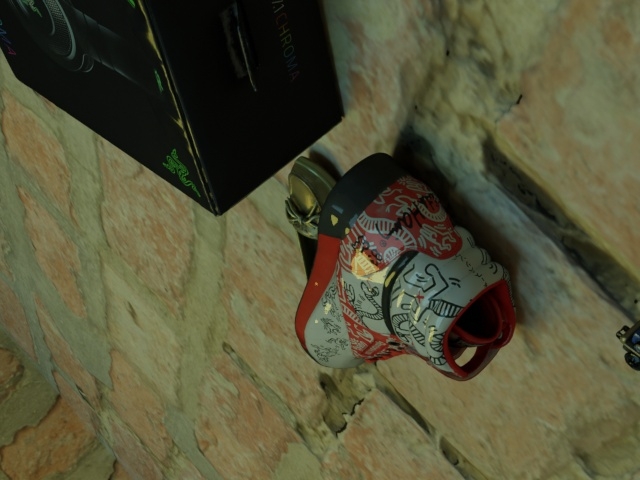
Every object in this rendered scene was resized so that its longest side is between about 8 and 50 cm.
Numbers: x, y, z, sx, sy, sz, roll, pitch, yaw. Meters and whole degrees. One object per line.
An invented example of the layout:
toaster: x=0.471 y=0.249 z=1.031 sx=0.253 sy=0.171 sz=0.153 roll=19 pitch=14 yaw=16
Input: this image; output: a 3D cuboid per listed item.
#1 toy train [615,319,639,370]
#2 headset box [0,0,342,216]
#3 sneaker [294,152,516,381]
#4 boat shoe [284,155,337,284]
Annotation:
toy train: x=0.239 y=0.095 z=0.683 sx=0.158 sy=0.027 sz=0.036 roll=38 pitch=150 yaw=28
headset box: x=-0.127 y=-0.184 z=0.816 sx=0.283 sy=0.131 sz=0.246 roll=33 pitch=152 yaw=35
sneaker: x=0.062 y=0.064 z=0.885 sx=0.145 sy=0.090 sz=0.270 roll=44 pitch=154 yaw=22
boat shoe: x=-0.001 y=0.000 z=0.959 sx=0.056 sy=0.048 sz=0.153 roll=33 pitch=151 yaw=37
